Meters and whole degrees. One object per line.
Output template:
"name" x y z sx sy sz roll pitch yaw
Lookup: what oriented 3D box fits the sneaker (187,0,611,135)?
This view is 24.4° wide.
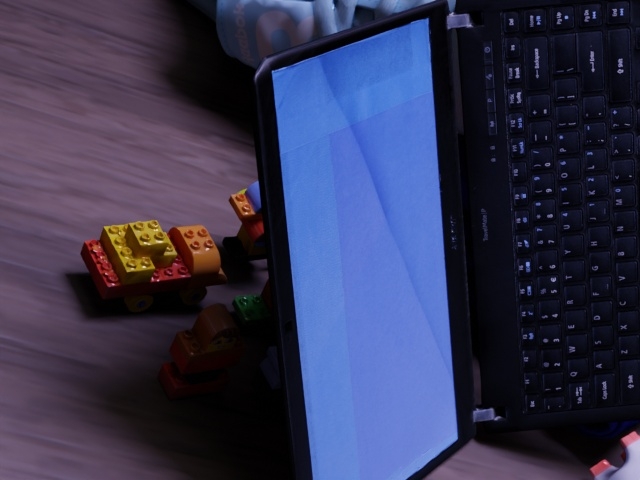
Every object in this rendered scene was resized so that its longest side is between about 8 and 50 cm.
"sneaker" 0.024 -0.120 0.869 0.150 0.135 0.366 -24 34 -23

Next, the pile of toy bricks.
"pile of toy bricks" 0.000 0.000 0.744 0.212 0.105 0.118 -7 50 -35

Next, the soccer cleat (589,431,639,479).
"soccer cleat" 0.230 0.126 0.818 0.196 0.068 0.076 -16 62 -38

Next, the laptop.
"laptop" 0.110 0.006 0.690 0.264 0.234 0.136 -5 18 1

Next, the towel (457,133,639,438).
"towel" 0.189 -0.015 0.941 0.228 0.076 0.308 47 38 20
